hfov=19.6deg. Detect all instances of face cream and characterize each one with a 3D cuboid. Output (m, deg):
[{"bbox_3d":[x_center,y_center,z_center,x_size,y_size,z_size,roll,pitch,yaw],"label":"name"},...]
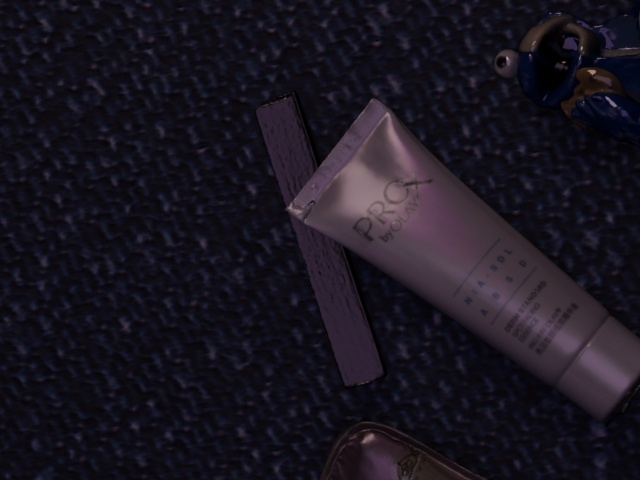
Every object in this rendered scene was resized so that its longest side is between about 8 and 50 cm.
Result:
[{"bbox_3d":[0.101,0.019,1.152,0.244,0.058,0.092,38,85,8],"label":"face cream"}]

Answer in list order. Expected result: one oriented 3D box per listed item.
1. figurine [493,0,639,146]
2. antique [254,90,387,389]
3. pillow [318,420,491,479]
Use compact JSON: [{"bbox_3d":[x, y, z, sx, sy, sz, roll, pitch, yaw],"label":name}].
[{"bbox_3d":[0.238,-0.113,1.104,0.262,0.121,0.164,12,95,22],"label":"figurine"},{"bbox_3d":[0.000,0.000,1.182,0.031,0.015,0.192,-18,90,9],"label":"antique"},{"bbox_3d":[0.100,0.205,1.168,0.233,0.038,0.130,22,98,3],"label":"pillow"}]
